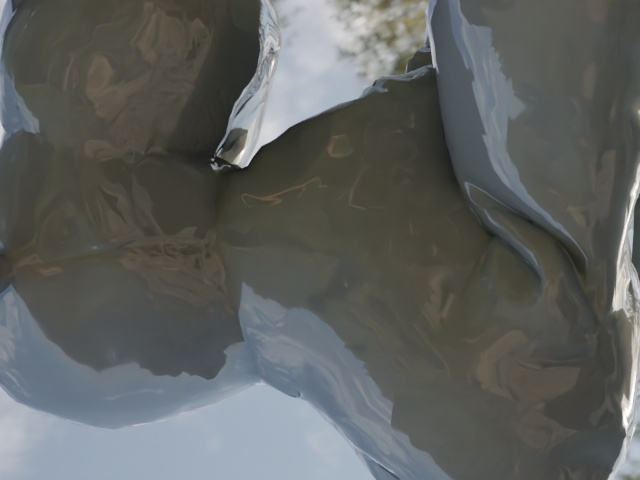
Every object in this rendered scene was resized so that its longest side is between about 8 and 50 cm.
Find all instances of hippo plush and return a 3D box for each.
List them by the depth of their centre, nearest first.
[{"bbox_3d":[0.000,0.000,0.566,0.236,0.234,0.294,6,-90,16],"label":"hippo plush"}]
